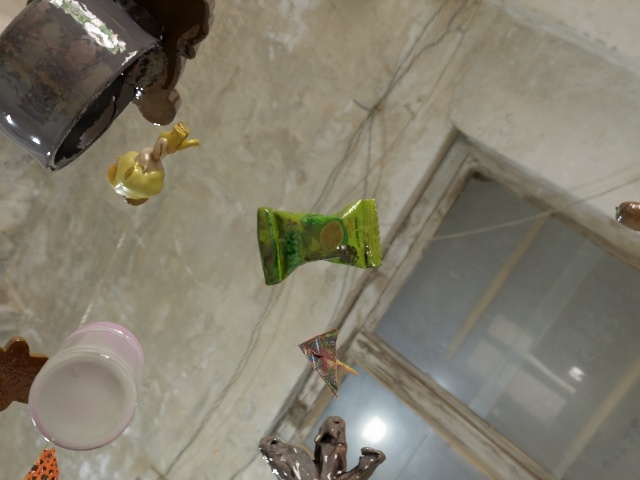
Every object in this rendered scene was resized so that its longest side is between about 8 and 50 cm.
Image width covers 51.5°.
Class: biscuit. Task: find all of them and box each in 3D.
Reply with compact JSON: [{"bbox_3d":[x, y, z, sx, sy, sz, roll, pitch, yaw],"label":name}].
[{"bbox_3d":[-0.729,0.299,1.498,0.236,0.039,0.179,26,-98,-46],"label":"biscuit"}]

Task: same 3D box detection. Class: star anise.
[{"bbox_3d":[0.006,0.362,0.990,0.199,0.257,0.110,-31,-48,-11],"label":"star anise"}]

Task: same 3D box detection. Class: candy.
[{"bbox_3d":[0.000,0.000,1.281,0.247,0.148,0.069,-6,-2,-12],"label":"candy"}]

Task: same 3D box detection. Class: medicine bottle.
[{"bbox_3d":[-0.483,0.297,1.412,0.202,0.202,0.316,-51,11,-4],"label":"medicine bottle"}]

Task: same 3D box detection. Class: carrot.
[{"bbox_3d":[0.440,-0.014,0.817,0.035,0.165,0.035,-163,90,-86],"label":"carrot"}]

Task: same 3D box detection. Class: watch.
[{"bbox_3d":[-0.374,-0.287,1.047,0.335,0.314,0.326,-37,17,43],"label":"watch"}]

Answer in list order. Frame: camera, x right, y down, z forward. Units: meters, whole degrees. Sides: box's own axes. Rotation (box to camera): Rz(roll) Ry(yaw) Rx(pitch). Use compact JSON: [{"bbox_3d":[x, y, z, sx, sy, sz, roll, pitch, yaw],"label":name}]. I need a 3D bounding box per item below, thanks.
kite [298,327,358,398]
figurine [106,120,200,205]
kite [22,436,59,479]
[{"bbox_3d":[0.019,0.254,1.432,0.159,0.190,0.010,28,-52,-25],"label":"kite"},{"bbox_3d":[-0.412,-0.187,1.610,0.246,0.131,0.156,-39,12,21],"label":"figurine"},{"bbox_3d":[-0.344,0.352,0.756,0.125,0.222,0.008,-8,-11,-40],"label":"kite"}]
